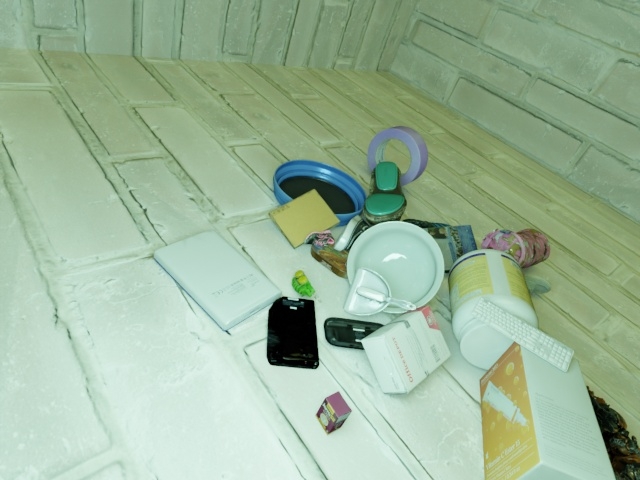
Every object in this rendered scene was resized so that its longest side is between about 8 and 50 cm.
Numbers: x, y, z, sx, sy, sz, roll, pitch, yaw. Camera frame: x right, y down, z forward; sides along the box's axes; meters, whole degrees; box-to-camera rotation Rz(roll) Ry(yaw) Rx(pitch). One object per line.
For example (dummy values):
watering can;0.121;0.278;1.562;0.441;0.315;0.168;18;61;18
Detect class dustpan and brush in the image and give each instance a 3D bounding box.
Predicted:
dustpan and brush;0.179;0.169;1.201;0.212;0.060;0.147;17;78;20

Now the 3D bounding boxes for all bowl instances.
bowl;-0.005;-0.195;1.658;0.392;0.077;0.390;13;37;-10
bowl;0.242;0.097;1.314;0.299;0.134;0.297;-4;71;13

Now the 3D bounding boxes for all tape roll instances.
tape roll;0.360;-0.394;1.915;0.275;0.274;0.090;38;39;21

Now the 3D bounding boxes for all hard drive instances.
hard drive;-0.296;0.101;1.178;0.319;0.040;0.210;39;40;22

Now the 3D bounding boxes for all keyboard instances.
keyboard;0.519;0.238;1.055;0.256;0.014;0.072;32;50;19

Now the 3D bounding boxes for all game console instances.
game console;0.032;0.264;1.129;0.362;0.043;0.213;10;38;-12

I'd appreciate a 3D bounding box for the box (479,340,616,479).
box;0.521;0.449;0.984;0.169;0.214;0.345;22;36;4

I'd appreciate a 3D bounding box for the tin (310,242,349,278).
tin;0.051;0.061;1.398;0.190;0.040;0.106;36;43;20

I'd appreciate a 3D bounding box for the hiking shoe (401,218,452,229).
hiking shoe;0.451;-0.024;1.659;0.305;0.113;0.132;15;16;-10

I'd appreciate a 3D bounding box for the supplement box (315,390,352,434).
supplement box;0.029;0.395;0.929;0.043;0.083;0.055;-11;46;-36

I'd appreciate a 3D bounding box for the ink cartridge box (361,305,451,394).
ink cartridge box;0.234;0.292;1.098;0.218;0.092;0.158;-19;84;-42

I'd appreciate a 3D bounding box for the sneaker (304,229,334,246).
sneaker;0.000;0.000;1.391;0.120;0.047;0.057;-13;59;-35

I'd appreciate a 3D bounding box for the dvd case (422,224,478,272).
dvd case;0.482;0.034;1.547;0.254;0.022;0.180;-5;73;-16

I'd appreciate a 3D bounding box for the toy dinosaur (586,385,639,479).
toy dinosaur;0.763;0.516;1.115;0.219;0.164;0.322;22;16;-23

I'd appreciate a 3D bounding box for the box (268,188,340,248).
box;-0.057;-0.079;1.447;0.201;0.021;0.164;-30;73;-22

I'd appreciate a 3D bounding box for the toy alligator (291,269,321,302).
toy alligator;-0.050;0.143;1.212;0.051;0.056;0.189;-31;29;-5

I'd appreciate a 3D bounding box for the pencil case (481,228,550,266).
pencil case;0.790;0.031;1.632;0.387;0.160;0.166;-1;79;-47

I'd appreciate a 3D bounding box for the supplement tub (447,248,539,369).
supplement tub;0.530;0.208;1.271;0.241;0.240;0.331;20;37;-1

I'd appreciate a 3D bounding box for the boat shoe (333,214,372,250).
boat shoe;0.129;-0.012;1.444;0.102;0.108;0.301;35;18;5

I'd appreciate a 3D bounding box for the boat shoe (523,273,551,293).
boat shoe;0.780;0.174;1.578;0.228;0.079;0.081;16;43;3

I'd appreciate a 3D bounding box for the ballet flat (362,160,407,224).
ballet flat;0.263;-0.149;1.643;0.164;0.181;0.482;3;34;10
